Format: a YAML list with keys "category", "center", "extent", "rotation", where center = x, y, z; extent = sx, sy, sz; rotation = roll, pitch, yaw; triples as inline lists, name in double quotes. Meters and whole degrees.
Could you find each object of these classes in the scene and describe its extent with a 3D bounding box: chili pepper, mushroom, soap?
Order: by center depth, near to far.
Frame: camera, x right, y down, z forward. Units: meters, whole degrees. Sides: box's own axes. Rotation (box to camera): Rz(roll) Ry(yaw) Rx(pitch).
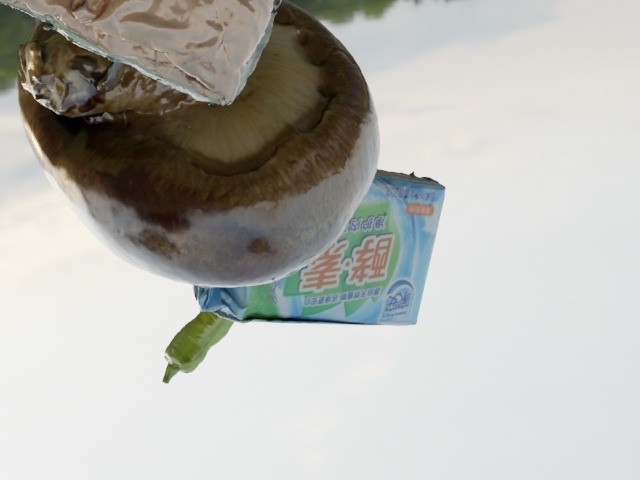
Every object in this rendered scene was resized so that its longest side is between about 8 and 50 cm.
- category: "mushroom"
  center: [-0.097, -0.086, 1.202]
  extent: [0.278, 0.163, 0.297]
  rotation: [0, -140, -34]
- category: "soap"
  center: [0.000, 0.000, 1.530]
  extent: [0.293, 0.156, 0.077]
  rotation: [4, -169, -41]
- category: "chili pepper"
  center: [-0.095, 0.060, 1.613]
  extent: [0.049, 0.208, 0.043]
  rotation: [16, -149, -36]

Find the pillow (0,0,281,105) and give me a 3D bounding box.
- category: "pillow"
  center: [-0.114, -0.164, 0.829]
  extent: [0.232, 0.126, 0.043]
  rotation: [24, 174, -29]
